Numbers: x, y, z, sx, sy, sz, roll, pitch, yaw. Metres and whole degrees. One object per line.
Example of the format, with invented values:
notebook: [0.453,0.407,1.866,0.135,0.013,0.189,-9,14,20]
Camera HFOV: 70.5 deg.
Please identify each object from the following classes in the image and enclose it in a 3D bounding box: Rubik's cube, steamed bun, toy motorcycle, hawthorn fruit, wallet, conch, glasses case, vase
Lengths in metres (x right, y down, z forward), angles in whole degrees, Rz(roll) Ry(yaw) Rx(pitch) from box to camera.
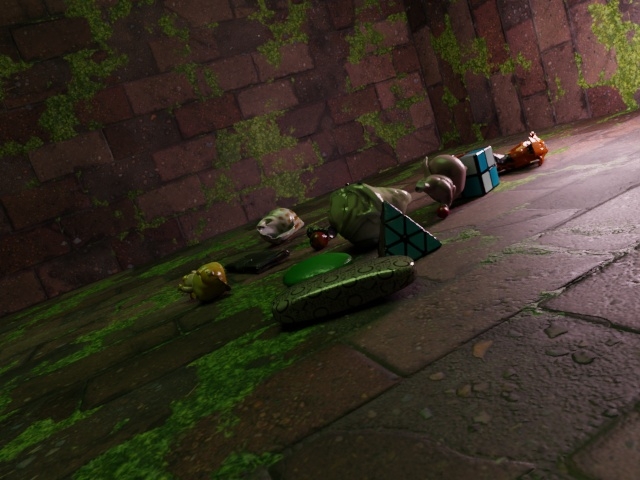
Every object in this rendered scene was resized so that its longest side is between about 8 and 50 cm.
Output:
Rubik's cube: [0.253,0.014,1.308,0.178,0.212,0.190,3,-14,0]
steamed bun: [0.168,-0.075,1.567,0.280,0.207,0.268,6,-3,-30]
toy motorcycle: [0.853,-0.369,2.004,0.325,0.148,0.221,-15,-11,11]
hawthorn fruit: [-0.005,-0.001,1.780,0.077,0.077,0.077,-18,11,4]
wallet: [-0.267,0.084,1.871,0.169,0.044,0.317,-27,13,-32]
conch: [-0.192,-0.070,2.229,0.274,0.183,0.149,-22,-23,-24]
glasses case: [0.054,0.113,1.071,0.354,0.085,0.137,-17,12,5]
Rubik's cube: [0.595,-0.269,1.831,0.180,0.167,0.183,-8,16,41]
vase: [0.005,-0.036,1.972,0.059,0.059,0.167,-26,13,-32]

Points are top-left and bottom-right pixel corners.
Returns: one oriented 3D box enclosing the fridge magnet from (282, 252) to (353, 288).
fridge magnet: [-0.006,0.090,1.281,0.207,0.088,0.208,-17,12,4]

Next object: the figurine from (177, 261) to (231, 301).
figurine: [-0.413,0.150,1.597,0.246,0.131,0.156,-6,51,45]

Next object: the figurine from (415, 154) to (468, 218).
figurine: [0.437,-0.201,1.676,0.176,0.186,0.287,16,40,16]
